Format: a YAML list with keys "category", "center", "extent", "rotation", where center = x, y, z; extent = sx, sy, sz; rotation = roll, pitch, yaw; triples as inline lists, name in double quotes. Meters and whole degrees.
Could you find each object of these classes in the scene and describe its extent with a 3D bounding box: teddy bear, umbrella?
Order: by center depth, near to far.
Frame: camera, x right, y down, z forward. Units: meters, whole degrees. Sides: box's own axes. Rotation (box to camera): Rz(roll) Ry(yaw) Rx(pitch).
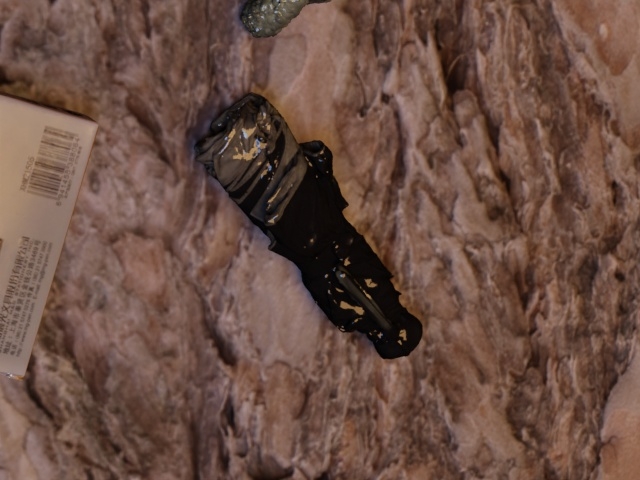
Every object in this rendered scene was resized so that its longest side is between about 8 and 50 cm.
- category: "teddy bear"
  center: [-0.006, -0.309, 1.636]
  extent: [0.213, 0.111, 0.133]
  rotation: [-42, 120, -12]
- category: "umbrella"
  center: [0.005, -0.003, 1.709]
  extent: [0.113, 0.106, 0.357]
  rotation: [-46, 117, -16]

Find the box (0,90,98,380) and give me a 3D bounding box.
- category: "box"
  center: [-0.356, -0.019, 1.526]
  extent: [0.221, 0.091, 0.273]
  rotation: [17, 92, -28]
